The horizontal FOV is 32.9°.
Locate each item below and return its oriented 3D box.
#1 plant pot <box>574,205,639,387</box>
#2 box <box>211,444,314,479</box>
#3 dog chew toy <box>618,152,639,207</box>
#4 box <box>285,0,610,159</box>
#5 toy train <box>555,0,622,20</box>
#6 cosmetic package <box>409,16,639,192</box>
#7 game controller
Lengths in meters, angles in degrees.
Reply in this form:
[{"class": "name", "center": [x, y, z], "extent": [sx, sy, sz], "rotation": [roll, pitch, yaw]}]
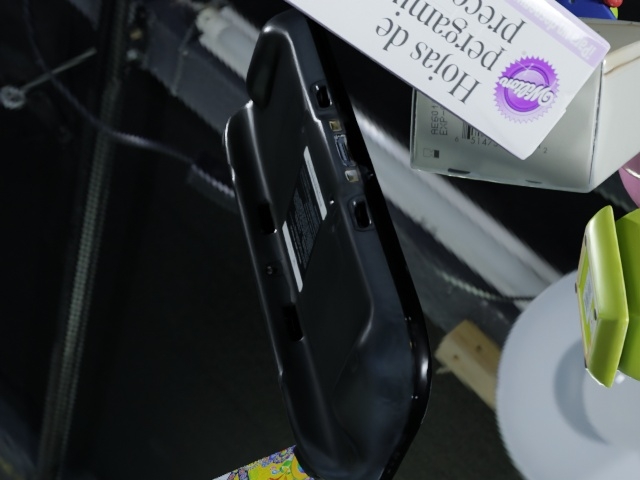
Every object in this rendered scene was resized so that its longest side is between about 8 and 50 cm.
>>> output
[{"class": "plant pot", "center": [0.479, 0.079, 1.539], "extent": [0.207, 0.227, 0.228], "rotation": [-2, -35, 6]}, {"class": "box", "center": [-0.031, 0.425, 1.285], "extent": [0.279, 0.177, 0.290], "rotation": [-27, -64, 26]}, {"class": "dog chew toy", "center": [0.422, -0.139, 1.261], "extent": [0.207, 0.206, 0.332], "rotation": [17, -9, 39]}, {"class": "box", "center": [-0.029, -0.142, 0.422], "extent": [0.324, 0.067, 0.063], "rotation": [30, -75, -24]}, {"class": "toy train", "center": [0.352, -0.304, 1.426], "extent": [0.105, 0.143, 0.248], "rotation": [-34, -95, 28]}, {"class": "cosmetic package", "center": [0.212, -0.134, 0.980], "extent": [0.160, 0.309, 0.113], "rotation": [10, -71, 25]}, {"class": "game controller", "center": [0.000, 0.000, 0.685], "extent": [0.166, 0.067, 0.319], "rotation": [119, -35, -43]}]
